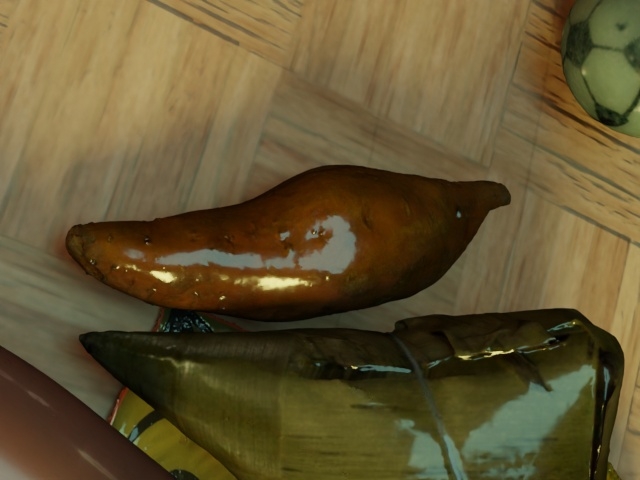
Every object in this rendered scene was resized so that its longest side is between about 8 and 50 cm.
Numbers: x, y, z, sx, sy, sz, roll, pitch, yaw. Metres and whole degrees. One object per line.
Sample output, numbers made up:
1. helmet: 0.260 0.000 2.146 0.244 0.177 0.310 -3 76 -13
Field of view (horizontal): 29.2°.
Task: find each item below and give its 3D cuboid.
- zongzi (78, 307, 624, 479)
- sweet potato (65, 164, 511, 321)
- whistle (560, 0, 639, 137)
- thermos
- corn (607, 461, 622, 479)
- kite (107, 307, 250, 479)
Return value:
1. zongzi: 0.017 0.205 0.828 0.361 0.160 0.323 2 91 -10
2. sweet potato: 0.005 0.001 0.871 0.359 0.112 0.112 -13 90 -33
3. whistle: 0.268 -0.185 1.039 0.163 0.163 0.289 13 40 -27
4. thermos: -0.221 0.106 0.702 0.146 0.176 0.265 -42 106 12
5. corn: 0.187 0.180 0.965 0.080 0.080 0.238 -43 103 -27
6. kite: -0.055 0.193 0.864 0.378 0.013 0.327 -18 92 -30
